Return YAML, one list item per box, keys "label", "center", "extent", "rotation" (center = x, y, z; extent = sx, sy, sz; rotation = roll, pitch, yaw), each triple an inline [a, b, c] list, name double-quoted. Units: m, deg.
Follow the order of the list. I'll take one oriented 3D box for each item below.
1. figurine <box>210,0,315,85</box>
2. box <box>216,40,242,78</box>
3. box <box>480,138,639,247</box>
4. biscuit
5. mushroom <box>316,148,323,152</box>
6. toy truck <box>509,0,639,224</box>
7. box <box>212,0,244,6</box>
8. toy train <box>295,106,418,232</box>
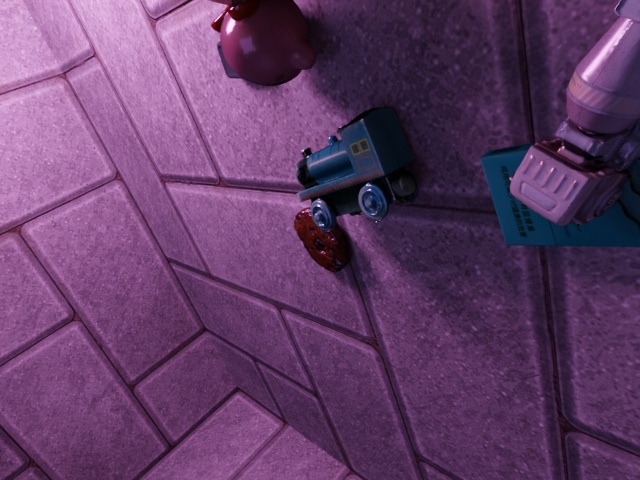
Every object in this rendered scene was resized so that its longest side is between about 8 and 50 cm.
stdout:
- label: "figurine"
  center: [-0.100, -0.369, 0.813]
  extent: [0.173, 0.173, 0.173]
  rotation: [33, 144, 29]
- label: "box"
  center: [-0.182, -0.413, 1.001]
  extent: [0.126, 0.031, 0.091]
  rotation: [19, 136, 40]
- label: "box"
  center: [0.357, -0.067, 0.630]
  extent: [0.226, 0.042, 0.161]
  rotation: [0, 121, 53]
- label: "biscuit"
  center: [0.000, 0.000, 1.159]
  extent: [0.192, 0.049, 0.192]
  rotation: [37, 145, 31]
- label: "mushroom"
  center: [0.006, -0.180, 0.999]
  extent: [0.101, 0.019, 0.049]
  rotation: [-17, 110, 52]
- label: "toy truck"
  center: [0.308, -0.136, 0.483]
  extent: [0.108, 0.140, 0.257]
  rotation: [46, 133, 33]
- label: "box"
  center: [-0.139, -0.476, 0.712]
  extent: [0.215, 0.215, 0.086]
  rotation: [30, 153, 31]
- label: "toy train"
  center: [0.059, -0.131, 0.889]
  extent: [0.298, 0.120, 0.194]
  rotation: [-11, 106, 54]
